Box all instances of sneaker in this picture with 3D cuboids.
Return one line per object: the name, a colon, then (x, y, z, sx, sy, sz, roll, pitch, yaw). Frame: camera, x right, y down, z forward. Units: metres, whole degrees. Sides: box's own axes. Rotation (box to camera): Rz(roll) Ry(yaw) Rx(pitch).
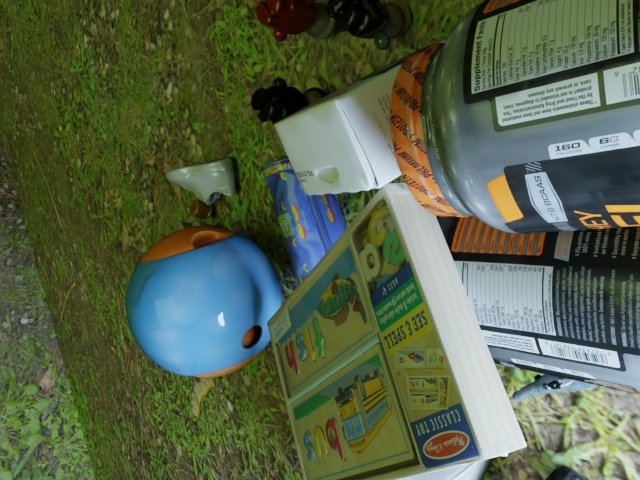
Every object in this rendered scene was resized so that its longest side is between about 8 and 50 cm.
sneaker: (-0.263, -0.122, 1.157, 0.212, 0.080, 0.094, 1, 112, 45)

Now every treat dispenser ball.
treat dispenser ball: (-0.217, 0.115, 1.008, 0.288, 0.288, 0.288, 14, 110, 44)

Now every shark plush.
shark plush: (0.295, 0.157, 0.638, 0.161, 0.067, 0.073, -25, 82, 47)

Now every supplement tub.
supplement tub: (0.222, -0.105, 0.381, 0.316, 0.193, 0.193, -4, 97, 42)
supplement tub: (0.257, 0.037, 0.544, 0.338, 0.207, 0.207, 3, 102, 47)

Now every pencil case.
pencil case: (0.000, 0.000, 0.869, 0.133, 0.119, 0.306, 151, 102, -71)

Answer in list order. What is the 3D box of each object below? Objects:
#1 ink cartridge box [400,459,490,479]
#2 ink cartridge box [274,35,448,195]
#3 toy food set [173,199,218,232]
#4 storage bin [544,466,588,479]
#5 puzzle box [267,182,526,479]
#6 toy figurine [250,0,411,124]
ink cartridge box: (0.121, 0.370, 0.802, 0.171, 0.168, 0.232, 33, 122, 39)
ink cartridge box: (0.089, -0.151, 0.613, 0.100, 0.237, 0.172, 63, 158, -15)
toy food set: (-0.278, 0.028, 1.216, 0.111, 0.104, 0.232, 45, 112, 47)
storage bin: (0.313, 0.401, 0.671, 0.122, 0.084, 0.180, 29, 119, 38)
puzzle box: (0.044, 0.153, 0.647, 0.409, 0.052, 0.272, -52, 48, 53)
toy figurine: (0.015, -0.259, 0.779, 0.209, 0.148, 0.213, 17, 110, 37)
